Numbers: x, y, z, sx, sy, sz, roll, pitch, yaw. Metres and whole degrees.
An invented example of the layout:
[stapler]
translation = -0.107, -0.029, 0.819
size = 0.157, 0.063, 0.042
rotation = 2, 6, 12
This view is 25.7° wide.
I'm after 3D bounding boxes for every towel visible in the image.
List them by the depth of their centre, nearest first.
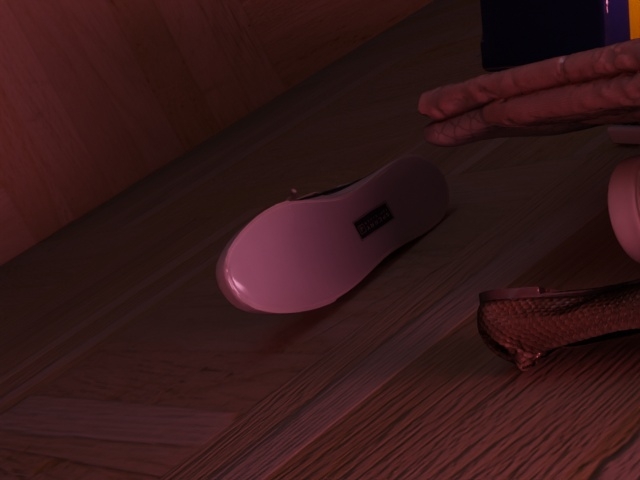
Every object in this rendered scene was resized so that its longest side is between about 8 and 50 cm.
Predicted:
[towel]
translation = 0.289, -0.122, 1.094
size = 0.332, 0.053, 0.317
rotation = -8, 2, -27

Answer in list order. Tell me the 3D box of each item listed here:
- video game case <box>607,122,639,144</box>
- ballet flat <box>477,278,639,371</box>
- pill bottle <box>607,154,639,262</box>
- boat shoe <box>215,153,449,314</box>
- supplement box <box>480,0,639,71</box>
[video game case]
translation = 0.396, -0.139, 1.360
size = 0.173, 0.022, 0.190
rotation = -30, 14, -14
[ballet flat]
translation = 0.205, 0.056, 0.929
size = 0.250, 0.058, 0.084
rotation = -6, -12, 44
[pill bottle]
translation = 0.295, -0.037, 0.969
size = 0.180, 0.108, 0.108
rotation = -13, 19, 44
[boat shoe]
translation = -0.002, -0.004, 1.429
size = 0.306, 0.113, 0.105
rotation = -35, 8, -39
[supplement box]
translation = 0.337, -0.263, 1.259
size = 0.357, 0.194, 0.195
rotation = -7, 7, -24
